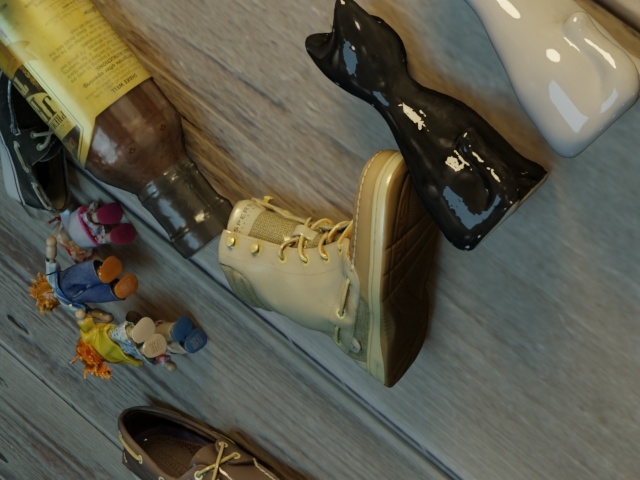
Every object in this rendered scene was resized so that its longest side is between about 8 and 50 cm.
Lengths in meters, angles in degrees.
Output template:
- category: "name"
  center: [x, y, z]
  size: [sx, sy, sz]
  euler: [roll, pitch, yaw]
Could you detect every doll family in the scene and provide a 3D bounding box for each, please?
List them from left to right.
- category: "doll family"
  center: [-0.273, 0.077, 1.234]
  size: [0.163, 0.118, 0.263]
  euler: [-12, 114, 46]

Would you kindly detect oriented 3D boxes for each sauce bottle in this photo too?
- category: "sauce bottle"
  center: [-0.211, -0.134, 0.980]
  size: [0.344, 0.111, 0.111]
  euler: [51, 143, -6]

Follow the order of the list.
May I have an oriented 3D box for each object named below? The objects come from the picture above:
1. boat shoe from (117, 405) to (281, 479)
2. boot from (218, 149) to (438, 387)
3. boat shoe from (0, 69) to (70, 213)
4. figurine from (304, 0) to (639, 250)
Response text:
- category: "boat shoe"
  center: [-0.150, 0.307, 1.344]
  size: [0.324, 0.116, 0.096]
  euler: [18, 139, 40]
- category: "boot"
  center: [0.000, 0.000, 0.922]
  size: [0.203, 0.095, 0.262]
  euler: [27, 144, 25]
- category: "boat shoe"
  center: [-0.317, -0.120, 1.132]
  size: [0.070, 0.078, 0.219]
  euler: [23, 142, 19]
- category: "figurine"
  center: [0.097, -0.126, 0.715]
  size: [0.209, 0.092, 0.215]
  euler: [47, 143, 5]
